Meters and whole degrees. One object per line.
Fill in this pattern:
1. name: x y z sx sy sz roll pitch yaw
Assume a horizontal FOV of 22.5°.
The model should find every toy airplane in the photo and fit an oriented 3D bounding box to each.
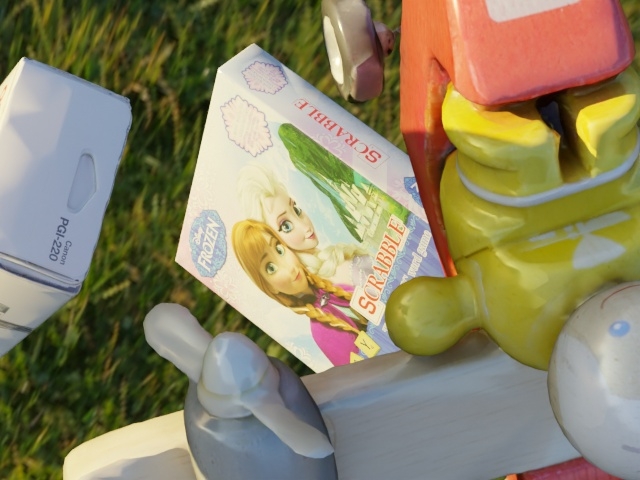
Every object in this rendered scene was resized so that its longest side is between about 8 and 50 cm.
1. toy airplane: 0.123 0.057 0.772 0.384 0.272 0.386 30 99 -17

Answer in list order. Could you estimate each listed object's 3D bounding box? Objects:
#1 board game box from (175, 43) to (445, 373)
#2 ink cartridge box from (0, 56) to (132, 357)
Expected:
1. board game box: 0.000 0.000 1.729 0.318 0.318 0.066 37 50 17
2. ink cartridge box: -0.231 -0.013 1.174 0.092 0.218 0.158 23 61 -22
